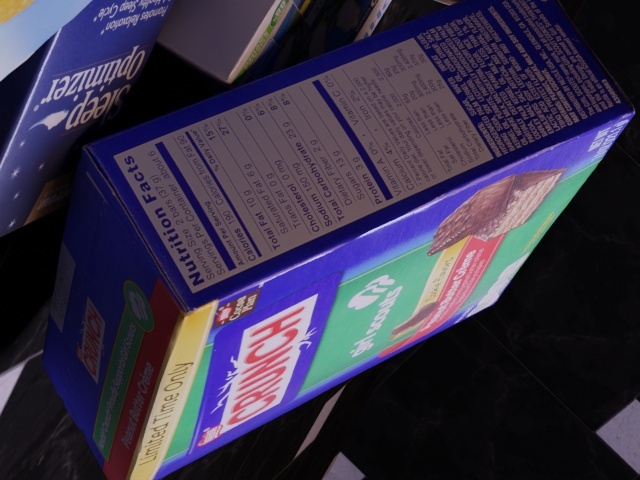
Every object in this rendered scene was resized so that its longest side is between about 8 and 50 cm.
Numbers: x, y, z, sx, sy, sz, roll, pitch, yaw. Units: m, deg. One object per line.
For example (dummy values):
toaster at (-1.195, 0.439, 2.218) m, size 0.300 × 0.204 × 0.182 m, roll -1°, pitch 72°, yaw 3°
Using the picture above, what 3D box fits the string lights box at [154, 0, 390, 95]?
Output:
string lights box at (-0.029, -0.149, 1.003) m, size 0.133 × 0.076 × 0.259 m, roll -58°, pitch 170°, yaw 1°

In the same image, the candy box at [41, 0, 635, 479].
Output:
candy box at (0.000, 0.000, 1.000) m, size 0.317 × 0.122 × 0.268 m, roll -24°, pitch 160°, yaw -25°

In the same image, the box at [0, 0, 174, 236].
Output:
box at (-0.136, -0.075, 0.828) m, size 0.225 × 0.036 × 0.136 m, roll -61°, pitch 170°, yaw 23°

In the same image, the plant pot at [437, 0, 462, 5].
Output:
plant pot at (0.126, -0.280, 1.171) m, size 0.167 × 0.167 × 0.165 m, roll -50°, pitch 160°, yaw -41°

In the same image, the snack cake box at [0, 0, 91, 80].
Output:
snack cake box at (-0.112, -0.157, 0.465) m, size 0.152 × 0.089 × 0.264 m, roll -52°, pitch 169°, yaw -35°
